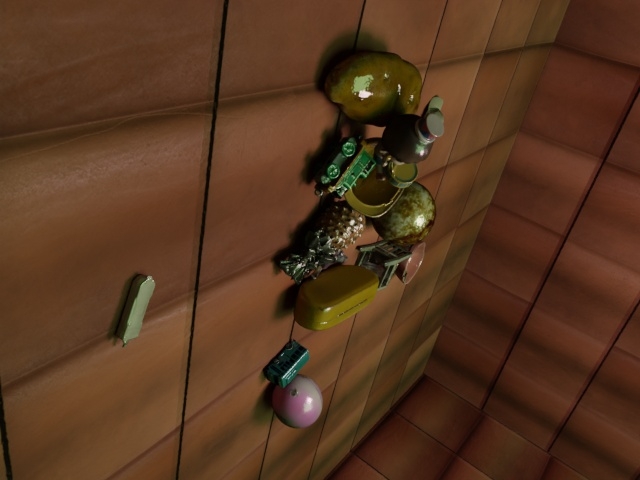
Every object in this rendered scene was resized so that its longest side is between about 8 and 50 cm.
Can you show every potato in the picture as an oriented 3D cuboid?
[{"bbox_3d":[0.149,-0.422,1.568,0.369,0.195,0.177,-4,76,-52],"label":"potato"}]

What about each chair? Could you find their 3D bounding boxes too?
[{"bbox_3d":[0.235,0.099,2.253,0.270,0.136,0.147,-11,127,-59],"label":"chair"}]

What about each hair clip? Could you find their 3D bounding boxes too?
[{"bbox_3d":[0.036,0.067,1.921,0.146,0.056,0.187,-46,170,26],"label":"hair clip"}]

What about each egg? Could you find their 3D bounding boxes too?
[{"bbox_3d":[-0.082,0.611,2.137,0.196,0.196,0.271,-53,148,-14],"label":"egg"},{"bbox_3d":[0.301,-0.096,2.060,0.238,0.238,0.289,-57,163,-7],"label":"egg"}]

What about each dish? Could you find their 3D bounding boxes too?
[{"bbox_3d":[0.388,0.086,2.567,0.213,0.090,0.213,-45,150,-34],"label":"dish"}]

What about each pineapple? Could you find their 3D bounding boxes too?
[{"bbox_3d":[0.000,0.000,1.748,0.310,0.141,0.170,-41,156,-21],"label":"pineapple"}]

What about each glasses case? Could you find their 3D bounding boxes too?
[{"bbox_3d":[0.044,0.199,1.966,0.371,0.173,0.141,-21,134,-49],"label":"glasses case"}]

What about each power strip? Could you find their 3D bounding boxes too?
[{"bbox_3d":[-0.415,0.158,1.267,0.047,0.030,0.191,-5,120,-61],"label":"power strip"}]

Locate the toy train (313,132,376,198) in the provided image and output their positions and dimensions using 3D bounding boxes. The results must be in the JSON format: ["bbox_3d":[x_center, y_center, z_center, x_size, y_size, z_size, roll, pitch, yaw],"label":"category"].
[{"bbox_3d":[0.070,-0.207,1.635,0.136,0.091,0.228,38,80,-27],"label":"toy train"}]

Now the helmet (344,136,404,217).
[{"bbox_3d":[0.148,-0.191,1.779,0.257,0.205,0.140,-64,-165,-12],"label":"helmet"}]

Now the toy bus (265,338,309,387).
[{"bbox_3d":[-0.117,0.444,2.023,0.160,0.091,0.079,-43,148,-31],"label":"toy bus"}]

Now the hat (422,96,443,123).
[{"bbox_3d":[0.424,-0.447,2.114,0.166,0.081,0.122,-63,158,-18],"label":"hat"}]

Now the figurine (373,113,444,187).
[{"bbox_3d":[0.245,-0.266,1.612,0.161,0.158,0.275,-38,172,-18],"label":"figurine"}]
